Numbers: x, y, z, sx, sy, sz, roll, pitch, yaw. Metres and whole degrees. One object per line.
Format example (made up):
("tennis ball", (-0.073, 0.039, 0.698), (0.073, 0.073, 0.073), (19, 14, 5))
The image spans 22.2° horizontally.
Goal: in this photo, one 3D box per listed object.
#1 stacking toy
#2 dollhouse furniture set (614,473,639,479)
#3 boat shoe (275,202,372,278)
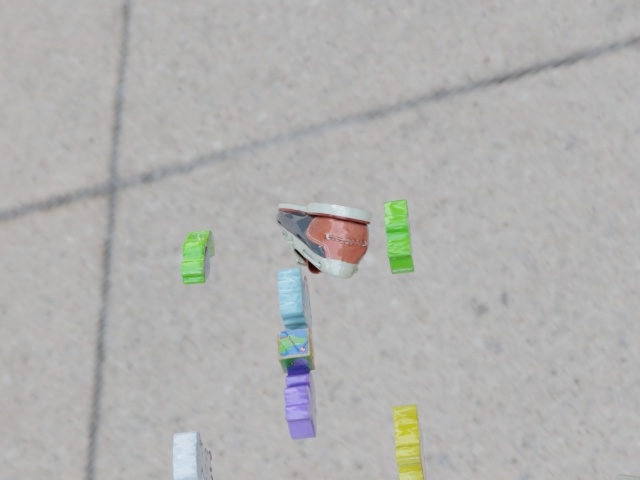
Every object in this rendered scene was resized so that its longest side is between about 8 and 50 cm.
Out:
("stacking toy", (-0.014, 0.078, 1.138), (0.167, 0.052, 0.221), (-6, 57, 7))
("dollhouse furniture set", (0.378, 0.184, 1.440), (0.212, 0.161, 0.242), (0, 54, 52))
("boat shoe", (0.000, 0.000, 1.022), (0.137, 0.049, 0.043), (-175, 94, -75))
